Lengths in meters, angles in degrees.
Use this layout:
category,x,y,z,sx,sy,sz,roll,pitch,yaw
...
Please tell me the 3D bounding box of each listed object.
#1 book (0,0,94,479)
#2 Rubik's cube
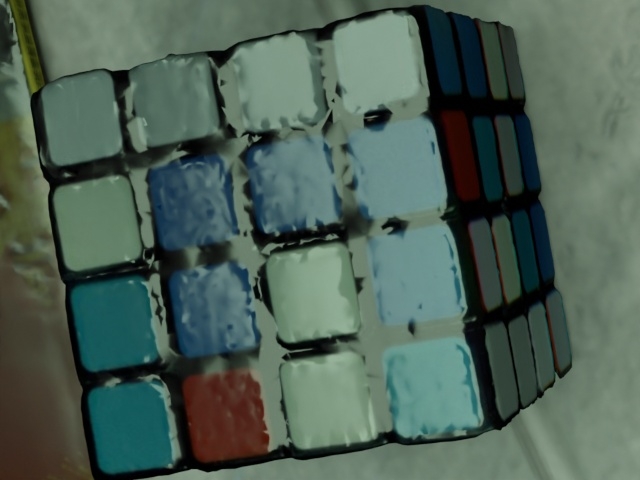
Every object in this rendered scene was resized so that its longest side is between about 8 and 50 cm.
category,x,y,z,sx,sy,sz,roll,pitch,yaw
book,-0.247,-0.044,0.779,0.263,0.028,0.373,-13,90,17
Rubik's cube,0.000,0.000,0.636,0.154,0.155,0.151,-9,90,18
